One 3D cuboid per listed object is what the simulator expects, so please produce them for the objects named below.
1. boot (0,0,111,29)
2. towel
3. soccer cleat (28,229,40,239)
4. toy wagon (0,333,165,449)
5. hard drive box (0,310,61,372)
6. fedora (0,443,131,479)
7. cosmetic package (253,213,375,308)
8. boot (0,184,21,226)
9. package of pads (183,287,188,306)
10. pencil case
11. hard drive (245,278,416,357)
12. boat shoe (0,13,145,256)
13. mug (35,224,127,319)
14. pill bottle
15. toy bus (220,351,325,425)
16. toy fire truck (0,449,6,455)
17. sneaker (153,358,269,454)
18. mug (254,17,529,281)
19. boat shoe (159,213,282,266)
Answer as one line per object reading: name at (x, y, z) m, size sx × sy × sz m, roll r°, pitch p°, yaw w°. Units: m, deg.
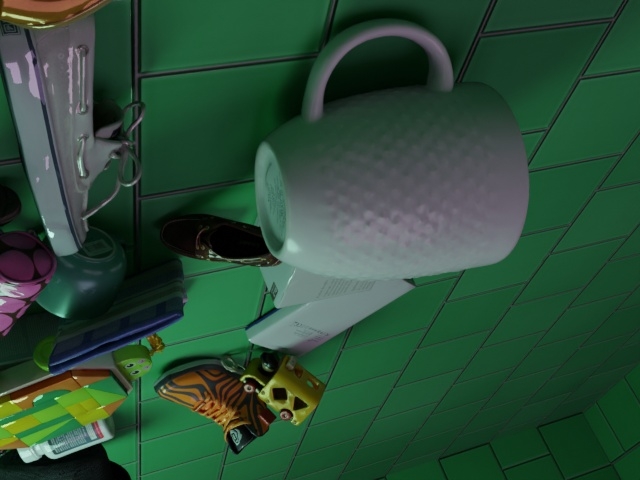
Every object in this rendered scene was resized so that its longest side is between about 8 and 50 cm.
boot at (-0.310, -0.283, 0.696) m, size 0.295 × 0.104 × 0.211 m, roll -19°, pitch 151°, yaw 1°
towel at (-0.305, 0.108, 1.220) m, size 0.209 × 0.285 × 0.034 m, roll -22°, pitch 107°, yaw -5°
soccer cleat at (-0.433, 0.019, 1.141) m, size 0.029 × 0.083 × 0.036 m, roll 18°, pitch 139°, yaw 15°
toy wagon at (-0.424, 0.247, 1.334) m, size 0.344 × 0.068 × 0.267 m, roll -20°, pitch 150°, yaw -7°
hard drive box at (-0.552, 0.218, 1.356) m, size 0.232 × 0.089 × 0.181 m, roll -10°, pitch 147°, yaw -22°
fedora at (-0.578, 0.514, 1.715) m, size 0.334 × 0.334 × 0.152 m, roll -7°, pitch 113°, yaw -27°
cosmetic package at (0.000, 0.000, 1.326) m, size 0.183 × 0.151 × 0.151 m, roll -9°, pitch 147°, yaw -25°
boot at (-0.485, 0.016, 1.089) m, size 0.189 × 0.076 × 0.208 m, roll -7°, pitch 143°, yaw -7°
package of pads at (-0.285, 0.110, 1.425) m, size 0.083 × 0.032 × 0.050 m, roll -2°, pitch 147°, yaw -33°
pencil case at (-0.437, 0.069, 1.060) m, size 0.209 × 0.095 × 0.098 m, roll -44°, pitch 173°, yaw 40°
hard drive at (0.024, 0.141, 1.686) m, size 0.318 × 0.040 × 0.210 m, roll -34°, pitch 149°, yaw 18°
boat shoe at (-0.284, -0.128, 0.959) m, size 0.156 × 0.136 × 0.367 m, roll -15°, pitch 140°, yaw -20°
mug at (-0.351, 0.029, 1.170) m, size 0.129 × 0.158 × 0.097 m, roll 18°, pitch 125°, yaw -20°
pill bottle at (-0.525, 0.385, 1.627) m, size 0.180 × 0.108 × 0.108 m, roll -19°, pitch 150°, yaw -8°
toy bus at (-0.085, 0.300, 1.728) m, size 0.202 × 0.191 × 0.104 m, roll 15°, pitch 124°, yaw -46°
toy fire truck at (-0.642, 0.350, 1.498) m, size 0.192 × 0.135 × 0.047 m, roll -61°, pitch 153°, yaw -14°
sneaker at (-0.216, 0.370, 1.746) m, size 0.124 × 0.180 × 0.321 m, roll -40°, pitch 147°, yaw 26°
mug at (0.084, -0.121, 1.117) m, size 0.328 × 0.276 × 0.374 m, roll -8°, pitch 117°, yaw -18°
boat shoe at (-0.155, -0.003, 1.212) m, size 0.207 × 0.073 × 0.073 m, roll 6°, pitch 178°, yaw 15°
